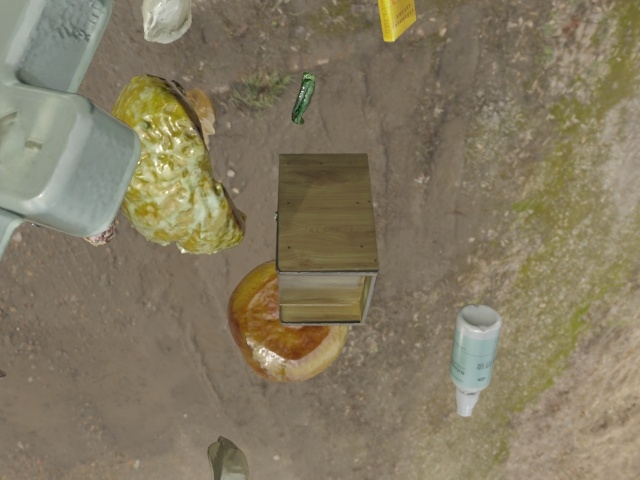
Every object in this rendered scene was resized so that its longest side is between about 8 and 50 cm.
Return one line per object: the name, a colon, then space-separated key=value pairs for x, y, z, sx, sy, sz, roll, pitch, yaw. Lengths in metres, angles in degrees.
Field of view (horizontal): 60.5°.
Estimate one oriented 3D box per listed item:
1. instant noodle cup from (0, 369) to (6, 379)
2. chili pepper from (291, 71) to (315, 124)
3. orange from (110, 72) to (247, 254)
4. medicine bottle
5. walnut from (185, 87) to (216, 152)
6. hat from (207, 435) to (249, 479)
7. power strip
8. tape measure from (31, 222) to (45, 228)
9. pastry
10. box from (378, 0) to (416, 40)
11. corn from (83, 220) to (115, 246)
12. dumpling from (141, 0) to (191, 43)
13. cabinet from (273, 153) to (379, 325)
instant noodle cup: x=-0.670 y=0.265 z=0.886 sx=0.235 sy=0.235 sz=0.178 roll=35 pitch=68 yaw=-46
chili pepper: x=-0.035 y=-0.278 z=1.106 sx=0.055 sy=0.035 sz=0.117 roll=-46 pitch=156 yaw=-48
orange: x=-0.288 y=-0.121 z=1.036 sx=0.211 sy=0.271 sz=0.368 roll=-29 pitch=116 yaw=-17
medicine bottle: x=0.395 y=0.330 z=1.435 sx=0.110 sy=0.110 sz=0.351 roll=-18 pitch=126 yaw=-23
walnut: x=-0.405 y=-0.326 z=1.611 sx=0.141 sy=0.204 sz=0.238 roll=1 pitch=143 yaw=-37
hat: x=-0.217 y=0.560 z=1.285 sx=0.144 sy=0.173 sz=0.166 roll=15 pitch=76 yaw=-19
power strip: x=-0.202 y=-0.058 z=0.330 sx=0.264 sy=0.194 sz=0.059 roll=-71 pitch=158 yaw=-10
tape measure: x=-0.762 y=-0.107 z=1.616 sx=0.179 sy=0.104 sz=0.107 roll=-51 pitch=155 yaw=-35
pastry: x=-0.088 y=0.212 z=1.493 sx=0.356 sy=0.356 sz=0.163 roll=-24 pitch=156 yaw=-18
box: x=0.202 y=-0.709 z=1.511 sx=0.152 sy=0.044 sz=0.269 roll=-51 pitch=140 yaw=-36
corn: x=-0.628 y=-0.108 z=1.583 sx=0.092 sy=0.092 sz=0.280 roll=1 pitch=123 yaw=-35
dumpling: x=-0.404 y=-0.619 z=1.479 sx=0.181 sy=0.111 sz=0.155 roll=-47 pitch=153 yaw=19
cabinet: x=0.000 y=0.000 z=0.857 sx=0.148 sy=0.215 sz=0.174 roll=1 pitch=147 yaw=-2
